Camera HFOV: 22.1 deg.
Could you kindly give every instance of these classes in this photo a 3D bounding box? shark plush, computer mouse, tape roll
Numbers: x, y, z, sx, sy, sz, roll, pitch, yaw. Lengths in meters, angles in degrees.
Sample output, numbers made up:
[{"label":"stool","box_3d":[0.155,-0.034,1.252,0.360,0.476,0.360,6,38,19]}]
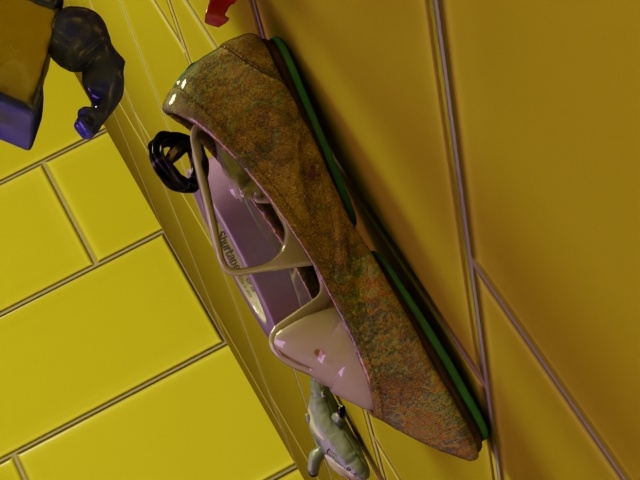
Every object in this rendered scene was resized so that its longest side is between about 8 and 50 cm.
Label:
[{"label":"shark plush","box_3d":[0.021,0.211,1.964,0.067,0.073,0.161,154,110,-63]},{"label":"computer mouse","box_3d":[-0.085,-0.096,1.289,0.071,0.041,0.242,64,-162,-18]},{"label":"tape roll","box_3d":[-0.044,0.002,1.480,0.189,0.080,0.189,60,171,16]}]

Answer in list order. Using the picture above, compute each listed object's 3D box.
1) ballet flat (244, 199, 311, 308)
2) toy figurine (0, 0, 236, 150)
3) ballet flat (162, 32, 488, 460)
[{"label":"ballet flat","box_3d":[0.000,0.000,1.302,0.068,0.072,0.213,16,140,41]},{"label":"toy figurine","box_3d":[-0.246,-0.165,1.096,0.362,0.217,0.191,20,165,-7]},{"label":"ballet flat","box_3d":[-0.007,0.021,1.177,0.349,0.123,0.123,62,172,3]}]
